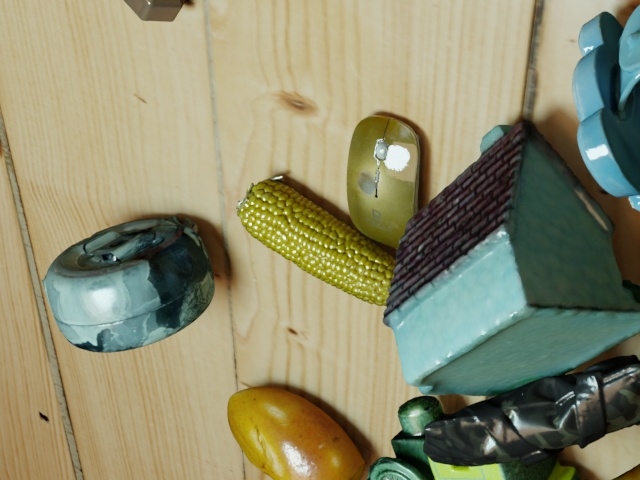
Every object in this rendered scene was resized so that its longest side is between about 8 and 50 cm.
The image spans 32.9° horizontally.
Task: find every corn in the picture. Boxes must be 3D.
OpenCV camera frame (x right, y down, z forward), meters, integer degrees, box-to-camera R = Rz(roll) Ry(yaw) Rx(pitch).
[{"bbox_3d":[-0.001,0.004,1.513,0.260,0.091,0.091,32,146,18],"label":"corn"}]

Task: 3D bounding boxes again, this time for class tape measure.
[{"bbox_3d":[-0.305,0.061,1.706,0.275,0.256,0.147,8,122,45],"label":"tape measure"}]

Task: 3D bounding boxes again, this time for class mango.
[{"bbox_3d":[-0.051,0.330,1.789,0.257,0.138,0.187,42,158,14],"label":"mango"}]

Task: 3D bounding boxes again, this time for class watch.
[{"bbox_3d":[0.350,-0.139,1.027,0.193,0.211,0.211,-19,107,34],"label":"watch"}]

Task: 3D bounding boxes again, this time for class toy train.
[{"bbox_3d":[0.252,0.423,1.534,0.272,0.179,0.442,-10,105,41],"label":"toy train"}]

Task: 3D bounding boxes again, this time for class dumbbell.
[{"bbox_3d":[-0.183,-0.371,1.383,0.092,0.082,0.231,49,141,2],"label":"dumbbell"}]

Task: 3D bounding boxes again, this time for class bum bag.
[{"bbox_3d":[0.280,0.211,1.304,0.340,0.095,0.144,-19,152,20],"label":"bum bag"}]

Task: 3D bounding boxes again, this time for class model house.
[{"bbox_3d":[0.211,0.021,1.275,0.280,0.230,0.248,-42,51,48],"label":"model house"}]

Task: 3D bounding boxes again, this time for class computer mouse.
[{"bbox_3d":[0.085,-0.069,1.410,0.102,0.045,0.199,22,134,25],"label":"computer mouse"}]

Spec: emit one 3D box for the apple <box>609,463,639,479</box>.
[{"bbox_3d":[0.456,0.428,1.228,0.384,0.374,0.374,-29,100,35],"label":"apple"}]
